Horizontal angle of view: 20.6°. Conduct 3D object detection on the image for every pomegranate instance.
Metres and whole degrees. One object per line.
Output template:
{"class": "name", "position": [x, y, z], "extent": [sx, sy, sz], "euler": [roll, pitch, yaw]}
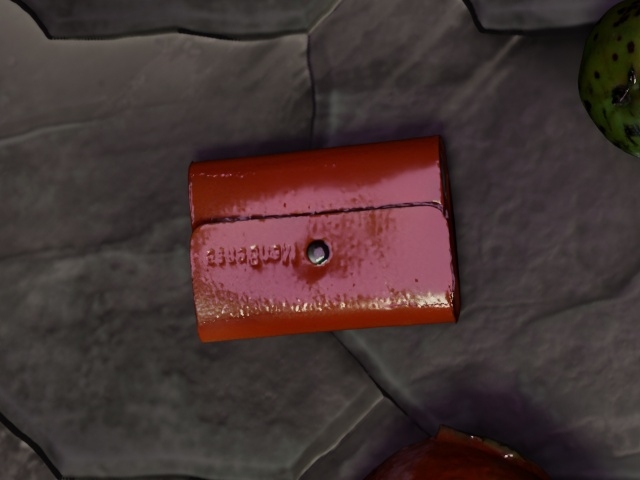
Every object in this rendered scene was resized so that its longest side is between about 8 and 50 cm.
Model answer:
{"class": "pomegranate", "position": [0.256, -0.125, 1.257], "extent": [0.161, 0.122, 0.122], "euler": [-31, 79, -28]}

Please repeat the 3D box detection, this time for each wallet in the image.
{"class": "wallet", "position": [0.000, 0.000, 1.337], "extent": [0.204, 0.045, 0.142], "euler": [-5, 87, 14]}

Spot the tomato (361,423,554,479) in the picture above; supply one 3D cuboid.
{"class": "tomato", "position": [0.100, 0.281, 1.220], "extent": [0.309, 0.170, 0.309], "euler": [-4, 72, 12]}
